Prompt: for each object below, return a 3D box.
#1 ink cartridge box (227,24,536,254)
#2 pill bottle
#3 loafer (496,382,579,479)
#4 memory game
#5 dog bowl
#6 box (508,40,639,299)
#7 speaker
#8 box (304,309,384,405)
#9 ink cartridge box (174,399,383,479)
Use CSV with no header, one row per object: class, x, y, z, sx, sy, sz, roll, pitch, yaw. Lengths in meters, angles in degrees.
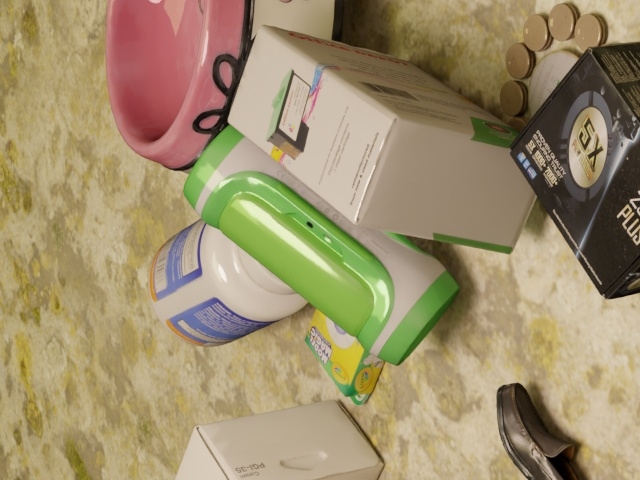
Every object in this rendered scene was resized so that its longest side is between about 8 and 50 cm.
ink cartridge box,0.063,-0.104,1.760,0.278,0.201,0.117,40,115,51
pill bottle,-0.088,0.030,2.070,0.272,0.152,0.152,-26,73,59
loafer,0.226,0.214,1.738,0.061,0.062,0.170,-32,70,30
memory game,0.236,-0.137,1.697,0.186,0.012,0.186,13,105,55
dog bowl,-0.127,-0.260,2.039,0.408,0.150,0.408,-9,79,64
box,0.273,-0.063,1.577,0.180,0.077,0.147,61,139,23
speaker,0.000,0.000,1.866,0.296,0.131,0.131,39,133,8
box,0.038,0.096,2.008,0.105,0.043,0.179,52,137,40
ink cartridge box,-0.075,0.334,2.066,0.117,0.207,0.283,53,135,36
